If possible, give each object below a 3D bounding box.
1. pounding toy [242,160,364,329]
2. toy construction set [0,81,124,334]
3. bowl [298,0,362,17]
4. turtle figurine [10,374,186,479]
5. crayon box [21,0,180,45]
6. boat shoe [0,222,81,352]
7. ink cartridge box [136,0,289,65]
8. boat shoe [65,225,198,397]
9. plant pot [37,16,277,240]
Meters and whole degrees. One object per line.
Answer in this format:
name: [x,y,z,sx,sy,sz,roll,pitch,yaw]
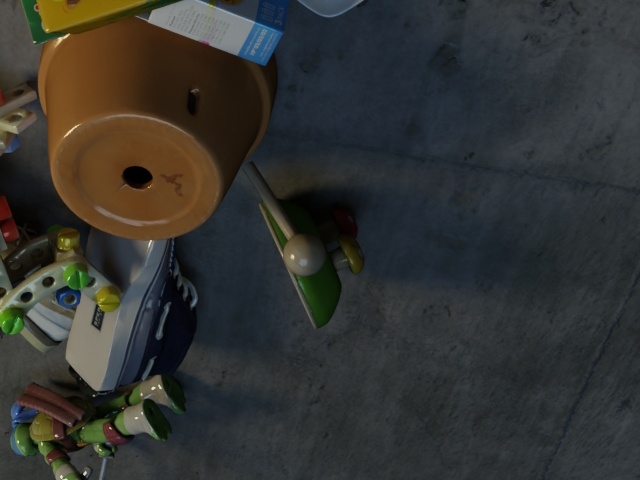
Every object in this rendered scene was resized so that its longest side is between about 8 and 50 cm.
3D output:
pounding toy: [0.000,0.000,1.827,0.110,0.183,0.237,-24,153,-2]
toy construction set: [-0.392,-0.025,1.773,0.215,0.151,0.328,-20,114,-10]
bowl: [0.011,-0.331,1.576,0.142,0.053,0.142,-34,124,30]
turtle figurine: [-0.325,0.327,2.156,0.266,0.275,0.198,-25,162,20]
crayon box: [-0.206,-0.340,1.490,0.318,0.081,0.202,-15,93,18]
boat shoe: [-0.424,0.024,1.931,0.103,0.113,0.302,-33,129,7]
ink cartridge box: [-0.128,-0.281,1.595,0.181,0.104,0.061,19,139,-14]
boat shoe: [-0.234,0.052,1.946,0.158,0.127,0.341,-8,129,-46]
plant pot: [-0.203,-0.140,1.676,0.290,0.203,0.291,3,134,3]
